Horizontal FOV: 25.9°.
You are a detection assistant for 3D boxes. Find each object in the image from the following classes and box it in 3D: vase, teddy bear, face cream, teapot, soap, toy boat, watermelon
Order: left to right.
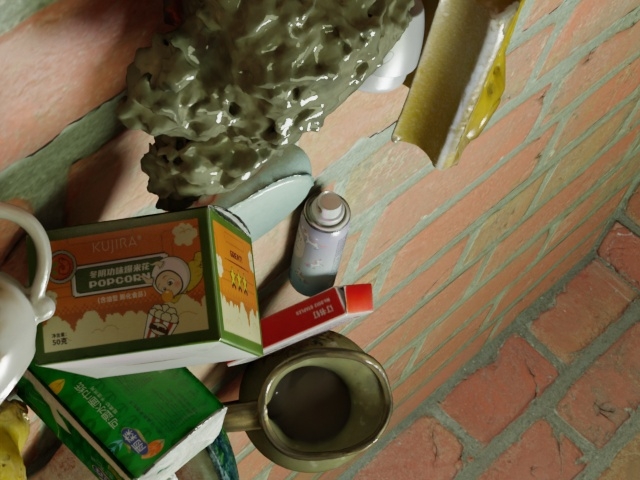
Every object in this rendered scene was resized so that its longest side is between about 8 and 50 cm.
[{"bbox_3d":[-0.351,0.100,1.293,0.298,0.139,0.204,-50,-169,-3],"label":"teapot"},{"bbox_3d":[-0.250,0.263,1.883,0.283,0.293,0.250,-174,-92,-79],"label":"watermelon"},{"bbox_3d":[-0.105,-0.049,1.706,0.208,0.079,0.134,-38,157,4],"label":"toy boat"},{"bbox_3d":[-0.077,-0.173,1.316,0.357,0.224,0.367,-31,172,-49],"label":"teddy bear"},{"bbox_3d":[-0.057,0.270,2.265,0.329,0.240,0.302,-9,178,-3],"label":"vase"},{"bbox_3d":[0.000,0.000,2.050,0.075,0.075,0.229,-39,162,-26],"label":"face cream"},{"bbox_3d":[0.060,-0.234,1.584,0.117,0.117,0.104,-31,150,-44],"label":"face cream"},{"bbox_3d":[0.186,-0.264,1.693,0.281,0.143,0.259,110,3,-53],"label":"soap"}]

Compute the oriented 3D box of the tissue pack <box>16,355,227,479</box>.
[{"bbox_3d":[-0.241,0.201,1.664,0.148,0.209,0.156,-38,162,-30],"label":"tissue pack"}]

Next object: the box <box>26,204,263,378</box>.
[{"bbox_3d":[-0.177,0.055,1.440,0.195,0.148,0.177,-8,168,11],"label":"box"}]

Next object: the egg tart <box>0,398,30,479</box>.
[{"bbox_3d":[-0.431,0.306,1.611,0.288,0.118,0.288,-45,161,-20],"label":"egg tart"}]

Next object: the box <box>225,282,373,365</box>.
[{"bbox_3d":[-0.034,0.127,2.136,0.229,0.050,0.123,-25,172,21],"label":"box"}]
